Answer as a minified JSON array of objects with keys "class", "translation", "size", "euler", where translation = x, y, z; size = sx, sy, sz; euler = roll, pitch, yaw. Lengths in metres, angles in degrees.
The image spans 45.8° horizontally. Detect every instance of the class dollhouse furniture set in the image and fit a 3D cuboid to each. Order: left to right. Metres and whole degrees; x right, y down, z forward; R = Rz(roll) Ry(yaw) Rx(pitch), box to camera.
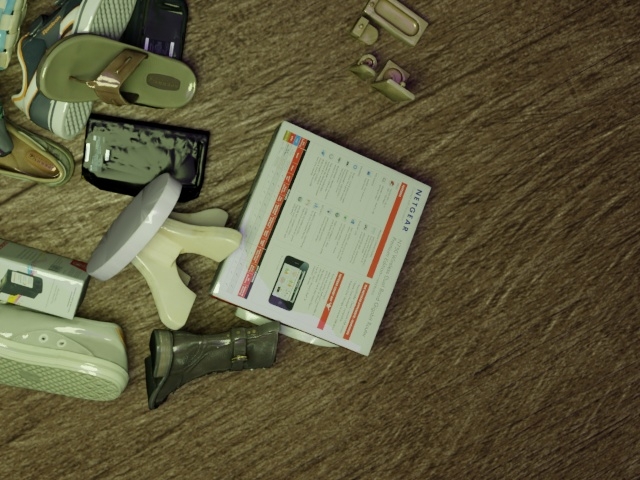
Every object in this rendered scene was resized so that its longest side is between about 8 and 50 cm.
[{"class":"dollhouse furniture set","translation":[0.130,-0.351,1.349],"size":[0.144,0.123,0.151],"euler":[31,93,-14]}]

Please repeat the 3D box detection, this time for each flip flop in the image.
[{"class":"flip flop","translation":[-0.312,-0.256,1.210],"size":[0.277,0.080,0.112],"euler":[2,115,-42]}]

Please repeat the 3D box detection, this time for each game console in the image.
[{"class":"game console","translation":[-0.292,-0.253,1.334],"size":[0.213,0.044,0.361],"euler":[8,98,-13]}]

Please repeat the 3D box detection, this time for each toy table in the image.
[{"class":"toy table","translation":[-0.264,0.011,1.292],"size":[0.161,0.274,0.252],"euler":[35,60,-21]}]

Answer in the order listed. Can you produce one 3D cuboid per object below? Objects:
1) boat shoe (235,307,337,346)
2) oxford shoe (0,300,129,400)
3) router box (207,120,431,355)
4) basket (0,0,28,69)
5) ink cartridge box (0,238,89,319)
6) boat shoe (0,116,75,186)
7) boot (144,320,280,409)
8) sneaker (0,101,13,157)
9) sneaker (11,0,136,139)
[{"class":"boat shoe","translation":[-0.047,0.141,1.423],"size":[0.220,0.078,0.070],"euler":[19,97,-11]},{"class":"oxford shoe","translation":[-0.547,0.167,1.322],"size":[0.450,0.169,0.130],"euler":[13,53,-4]},{"class":"router box","translation":[0.000,0.000,1.366],"size":[0.301,0.082,0.335],"euler":[24,82,-11]},{"class":"basket","translation":[-0.603,-0.394,1.159],"size":[0.289,0.201,0.254],"euler":[15,118,-26]},{"class":"ink cartridge box","translation":[-0.494,0.063,1.305],"size":[0.175,0.127,0.072],"euler":[17,98,-12]},{"class":"boat shoe","translation":[-0.558,-0.170,1.274],"size":[0.285,0.089,0.104],"euler":[19,96,-13]},{"class":"boot","translation":[-0.192,0.225,1.355],"size":[0.229,0.263,0.091],"euler":[-1,59,-20]},{"class":"sneaker","translation":[-0.513,-0.226,1.156],"size":[0.098,0.083,0.223],"euler":[-28,136,-5]},{"class":"sneaker","translation":[-0.410,-0.337,1.242],"size":[0.128,0.126,0.321],"euler":[26,95,9]}]
